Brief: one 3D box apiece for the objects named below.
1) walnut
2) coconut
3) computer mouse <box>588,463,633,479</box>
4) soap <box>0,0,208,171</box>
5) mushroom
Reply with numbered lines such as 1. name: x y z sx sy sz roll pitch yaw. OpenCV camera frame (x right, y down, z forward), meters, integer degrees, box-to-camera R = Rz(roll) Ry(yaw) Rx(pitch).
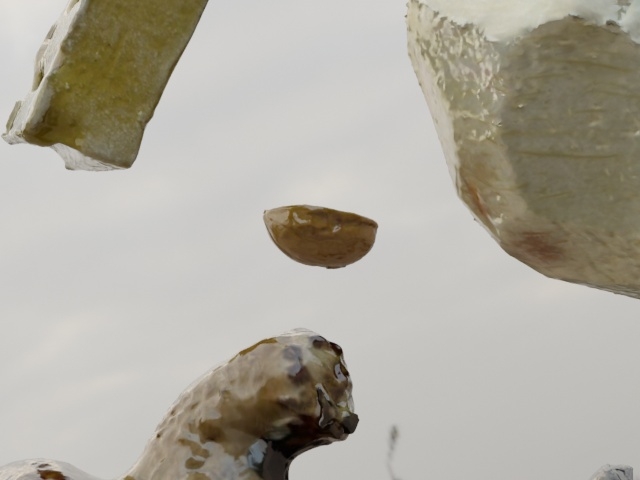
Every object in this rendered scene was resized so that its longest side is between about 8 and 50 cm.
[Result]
1. walnut: 0.000 0.000 1.508 0.121 0.052 0.091 7 -15 -16
2. coconut: 0.258 -0.127 1.298 0.344 0.415 0.415 -15 -16 -30
3. computer mouse: 0.353 0.318 1.870 0.135 0.047 0.079 -72 6 -71
4. soap: -0.178 -0.153 1.232 0.091 0.199 0.315 24 -4 -15
5. mushroom: -0.086 0.208 1.018 0.254 0.267 0.267 -42 -1 -35
